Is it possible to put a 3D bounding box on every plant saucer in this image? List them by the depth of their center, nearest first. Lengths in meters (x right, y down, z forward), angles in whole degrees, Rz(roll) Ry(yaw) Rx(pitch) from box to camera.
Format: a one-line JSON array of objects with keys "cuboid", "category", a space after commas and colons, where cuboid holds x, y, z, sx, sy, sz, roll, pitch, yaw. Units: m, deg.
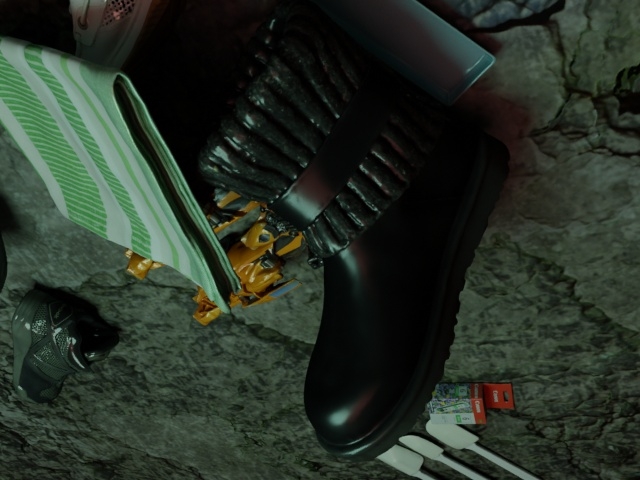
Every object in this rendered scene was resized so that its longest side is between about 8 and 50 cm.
[{"cuboid": [0.060, -0.192, 0.646, 0.192, 0.018, 0.067, 29, 133, -18], "category": "plant saucer"}]

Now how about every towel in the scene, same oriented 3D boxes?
[{"cuboid": [-0.217, -0.073, 0.689, 0.325, 0.038, 0.247, 25, 148, 42], "category": "towel"}]

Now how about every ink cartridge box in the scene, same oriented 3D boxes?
[{"cuboid": [0.207, 0.227, 1.023, 0.115, 0.029, 0.062, -4, 133, 16], "category": "ink cartridge box"}]

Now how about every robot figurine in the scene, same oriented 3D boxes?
[{"cuboid": [-0.069, -0.015, 0.802, 0.291, 0.085, 0.211, -30, 123, 35], "category": "robot figurine"}]

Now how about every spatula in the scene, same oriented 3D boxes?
[{"cuboid": [0.215, 0.355, 1.162, 0.242, 0.019, 0.168, 32, 127, -21], "category": "spatula"}]

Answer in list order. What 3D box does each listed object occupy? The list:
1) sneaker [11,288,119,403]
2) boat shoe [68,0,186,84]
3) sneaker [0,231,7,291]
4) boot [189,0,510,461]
[{"cuboid": [-0.363, 0.173, 1.052, 0.130, 0.087, 0.227, 20, 130, 1], "category": "sneaker"}, {"cuboid": [-0.168, -0.216, 0.623, 0.096, 0.098, 0.277, 35, 130, -9], "category": "boat shoe"}, {"cuboid": [-0.572, -0.072, 0.830, 0.258, 0.169, 0.447, -16, 122, 37], "category": "sneaker"}, {"cuboid": [-0.002, -0.001, 0.642, 0.260, 0.347, 0.131, 25, 171, -30], "category": "boot"}]
